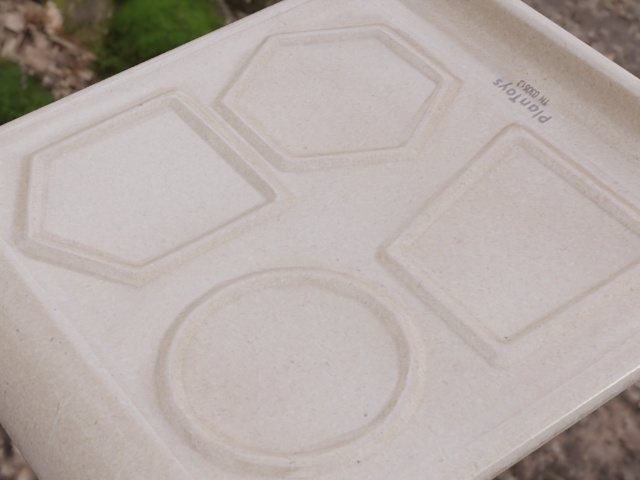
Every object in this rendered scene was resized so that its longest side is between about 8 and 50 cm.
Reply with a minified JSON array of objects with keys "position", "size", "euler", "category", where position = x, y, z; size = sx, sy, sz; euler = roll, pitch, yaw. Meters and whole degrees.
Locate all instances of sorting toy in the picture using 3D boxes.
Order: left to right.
[{"position":[0.000,0.000,0.377],"size":[0.193,0.208,0.038],"euler":[44,-24,36],"category":"sorting toy"}]
